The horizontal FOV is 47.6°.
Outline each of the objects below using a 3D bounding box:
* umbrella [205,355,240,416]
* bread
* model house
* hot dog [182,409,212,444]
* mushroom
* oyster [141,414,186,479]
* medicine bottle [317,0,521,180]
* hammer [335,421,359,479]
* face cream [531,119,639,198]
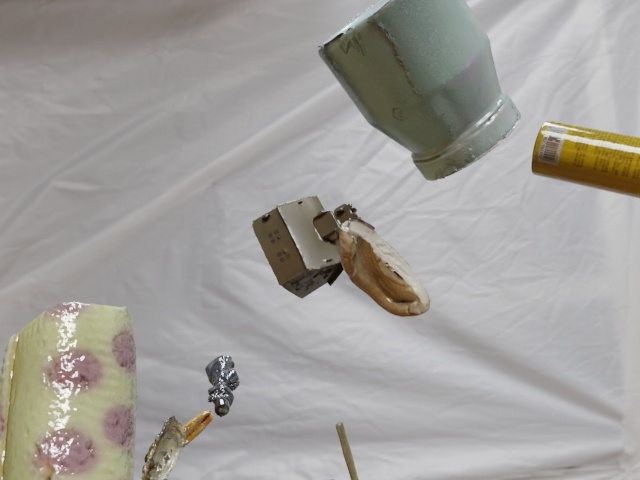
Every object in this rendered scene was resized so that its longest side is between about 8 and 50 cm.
[{"bbox_3d":[-0.240,0.366,1.808,0.071,0.080,0.224,49,5,-19],"label":"umbrella"},{"bbox_3d":[-0.332,0.262,0.954,0.155,0.187,0.338,19,52,-40],"label":"bread"},{"bbox_3d":[0.000,0.000,1.835,0.211,0.243,0.204,63,13,27],"label":"model house"},{"bbox_3d":[-0.358,0.528,2.055,0.056,0.133,0.041,57,-17,-25],"label":"hot dog"},{"bbox_3d":[0.101,0.055,1.273,0.210,0.094,0.072,43,29,-2],"label":"mushroom"},{"bbox_3d":[-0.369,0.495,1.693,0.105,0.056,0.177,67,32,-52],"label":"oyster"},{"bbox_3d":[0.172,-0.268,1.199,0.290,0.245,0.245,53,18,-14],"label":"medicine bottle"},{"bbox_3d":[0.062,0.481,1.528,0.013,0.062,0.198,-15,-89,58],"label":"hammer"},{"bbox_3d":[0.552,-0.126,1.257,0.105,0.349,0.105,-40,138,-48],"label":"face cream"}]
